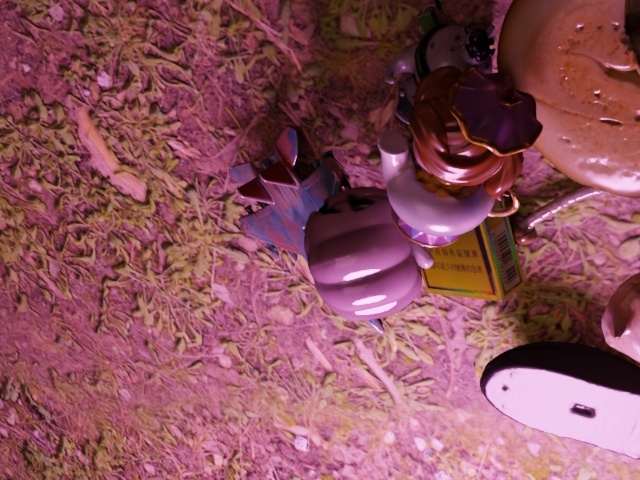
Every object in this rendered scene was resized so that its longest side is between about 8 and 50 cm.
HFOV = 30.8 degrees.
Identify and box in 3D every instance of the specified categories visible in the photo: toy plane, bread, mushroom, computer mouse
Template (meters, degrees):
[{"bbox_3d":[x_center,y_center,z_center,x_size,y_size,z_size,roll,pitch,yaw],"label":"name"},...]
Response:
[{"bbox_3d":[0.003,-0.004,1.691,0.223,0.104,0.326,-32,102,39],"label":"toy plane"},{"bbox_3d":[0.368,-0.197,1.337,0.333,0.160,0.333,15,122,25],"label":"bread"},{"bbox_3d":[0.366,-0.049,1.479,0.306,0.043,0.068,-17,77,44],"label":"mushroom"},{"bbox_3d":[0.360,0.208,1.612,0.270,0.086,0.137,16,131,12],"label":"computer mouse"}]

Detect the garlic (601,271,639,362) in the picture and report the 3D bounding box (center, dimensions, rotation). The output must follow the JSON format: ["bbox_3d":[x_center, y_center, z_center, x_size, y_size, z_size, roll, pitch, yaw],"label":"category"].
[{"bbox_3d":[0.513,0.076,1.372,0.313,0.249,0.286,23,147,14],"label":"garlic"}]

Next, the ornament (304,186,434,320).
[{"bbox_3d":[0.066,0.015,1.554,0.178,0.177,0.177,14,122,23],"label":"ornament"}]

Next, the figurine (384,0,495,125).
[{"bbox_3d":[0.156,-0.214,1.475,0.126,0.147,0.192,31,149,-14],"label":"figurine"}]

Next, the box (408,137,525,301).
[{"bbox_3d":[0.183,-0.031,1.576,0.141,0.064,0.220,6,119,48],"label":"box"}]

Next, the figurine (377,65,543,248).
[{"bbox_3d":[0.161,-0.101,1.373,0.190,0.142,0.263,14,146,-2],"label":"figurine"}]
